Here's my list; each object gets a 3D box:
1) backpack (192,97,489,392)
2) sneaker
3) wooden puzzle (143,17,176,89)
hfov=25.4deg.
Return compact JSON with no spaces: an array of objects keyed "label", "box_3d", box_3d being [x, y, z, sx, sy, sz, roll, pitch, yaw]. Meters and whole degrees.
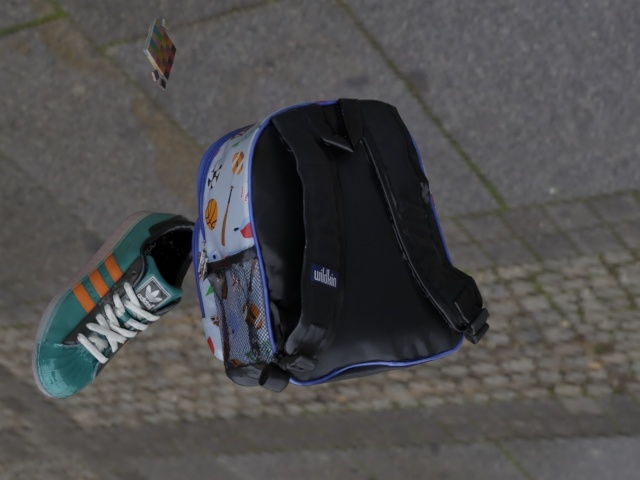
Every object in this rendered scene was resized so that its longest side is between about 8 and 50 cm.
[{"label":"backpack","box_3d":[0.000,0.000,1.375,0.276,0.263,0.213,-6,180,-40]},{"label":"sneaker","box_3d":[-0.259,0.077,1.854,0.121,0.302,0.108,0,139,44]},{"label":"wooden puzzle","box_3d":[-0.174,-0.206,1.537,0.006,0.083,0.049,-8,139,22]}]
